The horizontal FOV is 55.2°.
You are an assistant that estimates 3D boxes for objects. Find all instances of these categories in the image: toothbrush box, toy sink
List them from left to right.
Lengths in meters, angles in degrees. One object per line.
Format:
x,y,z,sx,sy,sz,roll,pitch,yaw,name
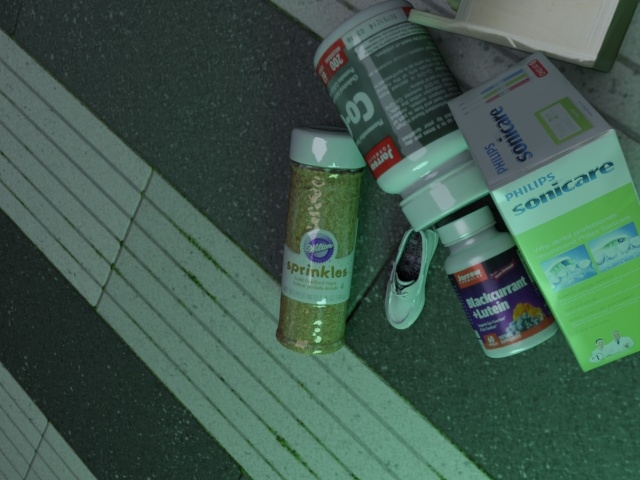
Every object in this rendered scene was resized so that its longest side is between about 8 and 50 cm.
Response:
0.250,-0.300,0.743,0.234,0.152,0.131,25,113,26,toy sink
0.268,-0.031,0.677,0.122,0.206,0.283,-28,121,18,toothbrush box

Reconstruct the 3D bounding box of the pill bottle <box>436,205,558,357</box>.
0.239,0.054,0.853,0.108,0.108,0.194,-28,86,33,pill bottle

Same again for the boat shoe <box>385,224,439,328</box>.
0.135,0.058,0.944,0.066,0.063,0.184,29,114,23,boat shoe

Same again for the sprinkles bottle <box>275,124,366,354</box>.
0.000,0.000,0.982,0.121,0.121,0.356,14,108,28,sprinkles bottle

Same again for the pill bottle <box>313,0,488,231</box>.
0.122,-0.166,0.845,0.161,0.161,0.283,-32,83,33,pill bottle
